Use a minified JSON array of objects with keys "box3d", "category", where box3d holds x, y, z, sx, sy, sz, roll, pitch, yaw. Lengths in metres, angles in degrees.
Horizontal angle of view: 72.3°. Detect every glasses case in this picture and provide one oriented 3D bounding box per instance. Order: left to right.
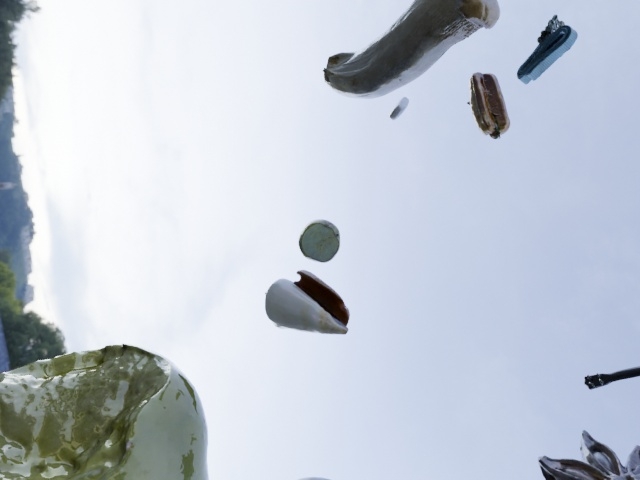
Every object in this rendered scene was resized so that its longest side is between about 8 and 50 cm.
[{"box3d":[0.284,-0.476,1.580,0.041,0.164,0.063,40,-55,-5],"category":"glasses case"}]

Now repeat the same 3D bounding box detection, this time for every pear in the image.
[{"box3d":[0.000,0.000,1.415,0.140,0.104,0.141,1,-82,7],"category":"pear"}]

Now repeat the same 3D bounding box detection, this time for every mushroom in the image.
[{"box3d":[0.139,-0.338,0.770,0.351,0.095,0.123,-12,-75,49],"category":"mushroom"}]

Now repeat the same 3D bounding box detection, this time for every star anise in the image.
[{"box3d":[0.447,0.385,0.628,0.223,0.235,0.109,-1,-72,71],"category":"star anise"}]

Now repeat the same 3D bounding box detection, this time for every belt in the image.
[{"box3d":[0.642,-0.544,1.268,0.179,0.065,0.100,-47,-137,33],"category":"belt"}]

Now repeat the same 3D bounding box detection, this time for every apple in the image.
[{"box3d":[-0.251,0.242,0.458,0.279,0.278,0.280,14,-71,47],"category":"apple"}]

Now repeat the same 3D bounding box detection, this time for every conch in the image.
[{"box3d":[-0.027,0.112,0.774,0.176,0.104,0.094,2,-63,41],"category":"conch"}]

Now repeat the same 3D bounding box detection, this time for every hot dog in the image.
[{"box3d":[0.503,-0.404,1.327,0.076,0.104,0.251,99,-11,-65],"category":"hot dog"}]

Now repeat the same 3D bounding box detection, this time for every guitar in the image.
[{"box3d":[0.760,0.302,1.028,0.271,0.038,0.084,-27,-137,30],"category":"guitar"}]

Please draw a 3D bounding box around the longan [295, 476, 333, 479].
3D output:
[{"box3d":[0.004,0.726,0.990,0.288,0.288,0.351,-39,-107,47],"category":"longan"}]
